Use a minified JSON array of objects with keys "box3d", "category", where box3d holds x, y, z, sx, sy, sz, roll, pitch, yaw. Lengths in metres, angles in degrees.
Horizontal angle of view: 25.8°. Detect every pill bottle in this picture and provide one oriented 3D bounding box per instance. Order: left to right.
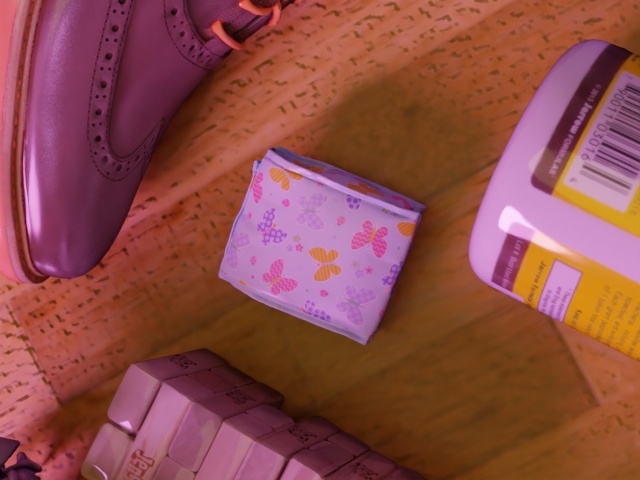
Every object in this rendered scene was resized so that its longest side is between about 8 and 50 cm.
[{"box3d":[0.179,0.009,0.581,0.215,0.117,0.117,28,99,13],"category":"pill bottle"}]

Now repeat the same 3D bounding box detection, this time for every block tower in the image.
[{"box3d":[0.051,0.170,0.637,0.335,0.097,0.091,29,99,15],"category":"block tower"}]

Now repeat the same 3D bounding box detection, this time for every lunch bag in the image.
[{"box3d":[0.000,0.000,0.665,0.083,0.053,0.071,21,100,4],"category":"lunch bag"}]

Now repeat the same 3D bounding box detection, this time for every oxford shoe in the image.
[{"box3d":[-0.050,-0.135,0.640,0.132,0.130,0.364,23,99,6],"category":"oxford shoe"}]

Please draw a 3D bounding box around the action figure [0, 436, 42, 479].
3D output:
[{"box3d":[-0.127,0.205,0.652,0.099,0.185,0.285,-26,92,0],"category":"action figure"}]
